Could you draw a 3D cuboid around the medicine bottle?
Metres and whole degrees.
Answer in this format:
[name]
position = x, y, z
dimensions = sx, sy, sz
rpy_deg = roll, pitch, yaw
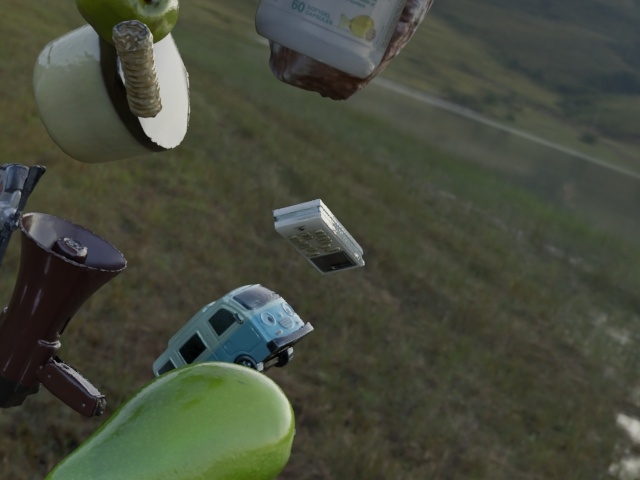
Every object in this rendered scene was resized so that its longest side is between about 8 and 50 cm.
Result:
[medicine bottle]
position = 0.032, -0.281, 1.127
dimensions = 0.135, 0.215, 0.135
rpy_deg = 23, 11, -4

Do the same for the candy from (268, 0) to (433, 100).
[candy]
position = 0.044, -0.305, 1.435
dimensions = 0.157, 0.289, 0.214
rpy_deg = 21, 47, -19

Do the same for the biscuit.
[biscuit]
position = -0.283, -0.260, 1.784
dimensions = 0.061, 0.055, 0.219
rpy_deg = -1, -27, -4

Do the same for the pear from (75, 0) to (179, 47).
[pear]
position = -0.345, -0.411, 1.976
dimensions = 0.180, 0.166, 0.216
rpy_deg = 38, -24, -34

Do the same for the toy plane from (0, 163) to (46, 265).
[toy plane]
position = -0.395, -0.022, 1.385
dimensions = 0.053, 0.197, 0.078
rpy_deg = 17, 19, -47

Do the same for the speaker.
[speaker]
position = -0.444, 0.151, 1.962
dimensions = 0.259, 0.329, 0.198
rpy_deg = 22, 12, 1

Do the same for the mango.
[mango]
position = -0.191, 0.269, 1.450
dimensions = 0.343, 0.192, 0.156
rpy_deg = -21, 1, -30

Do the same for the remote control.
[remote control]
position = 0.000, 0.000, 2.407
dimensions = 0.103, 0.055, 0.277
rpy_deg = -13, -27, 16

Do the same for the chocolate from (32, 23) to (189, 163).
[chocolate]
position = -0.464, -0.323, 2.419
dimensions = 0.297, 0.326, 0.314
rpy_deg = -6, 37, 13

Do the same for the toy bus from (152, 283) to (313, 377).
[toy bus]
position = -0.161, 0.191, 2.000
dimensions = 0.164, 0.271, 0.133
rpy_deg = 52, 29, 10
